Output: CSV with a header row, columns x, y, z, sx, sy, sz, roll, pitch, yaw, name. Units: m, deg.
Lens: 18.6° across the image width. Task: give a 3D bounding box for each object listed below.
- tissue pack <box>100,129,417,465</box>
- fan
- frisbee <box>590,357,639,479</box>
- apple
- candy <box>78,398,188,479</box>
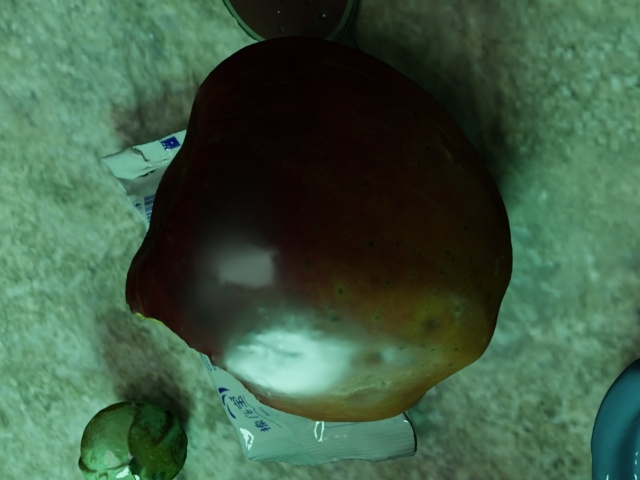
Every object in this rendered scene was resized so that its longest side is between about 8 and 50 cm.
x,y,z,sx,sy,sz,roll,pitch,yaw,name
-0.031,0.030,0.997,0.122,0.026,0.193,-16,103,42,tissue pack
-0.002,-0.109,0.915,0.133,0.005,0.085,49,132,6,fan
0.229,0.160,0.827,0.289,0.049,0.289,42,149,32,frisbee
0.006,-0.003,0.872,0.158,0.156,0.147,22,132,-9,apple
-0.075,0.177,1.102,0.061,0.061,0.202,-8,116,39,candy
